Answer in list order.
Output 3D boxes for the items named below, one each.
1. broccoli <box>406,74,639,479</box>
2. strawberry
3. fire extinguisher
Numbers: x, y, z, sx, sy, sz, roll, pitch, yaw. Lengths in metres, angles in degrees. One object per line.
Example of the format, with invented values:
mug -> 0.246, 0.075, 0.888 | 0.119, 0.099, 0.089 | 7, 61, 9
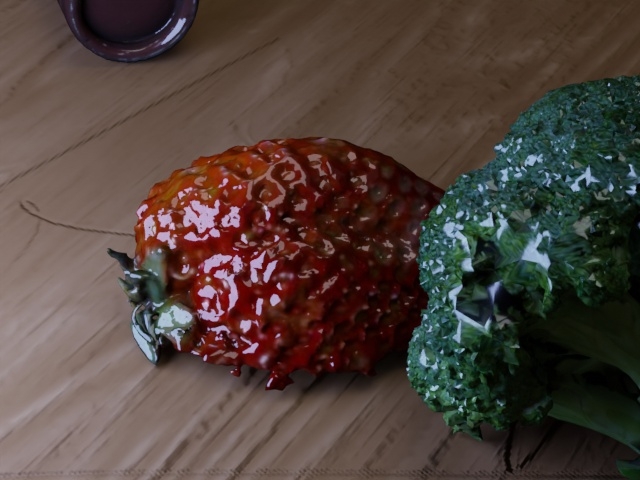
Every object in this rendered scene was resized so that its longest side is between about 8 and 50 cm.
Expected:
broccoli -> 0.180, 0.041, 1.002 | 0.270, 0.270, 0.270 | -18, 76, -32
strawberry -> -0.003, -0.004, 1.100 | 0.236, 0.107, 0.175 | -14, 41, -29
fire extinguisher -> -0.200, -0.267, 1.429 | 0.138, 0.102, 0.344 | -7, 38, -18
